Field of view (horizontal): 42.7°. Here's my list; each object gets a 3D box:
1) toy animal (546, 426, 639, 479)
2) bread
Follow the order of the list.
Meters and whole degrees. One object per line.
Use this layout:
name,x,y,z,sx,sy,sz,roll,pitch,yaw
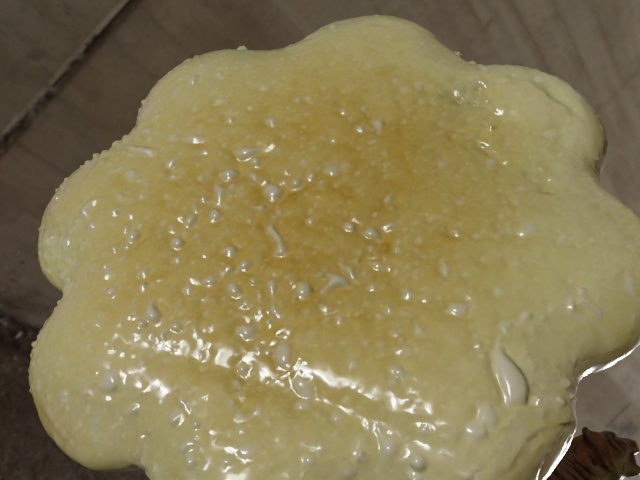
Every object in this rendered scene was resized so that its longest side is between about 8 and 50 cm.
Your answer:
toy animal,0.155,0.220,0.604,0.099,0.241,0.057,58,-24,31
bread,0.000,0.000,0.399,0.316,0.316,0.054,47,-15,30
